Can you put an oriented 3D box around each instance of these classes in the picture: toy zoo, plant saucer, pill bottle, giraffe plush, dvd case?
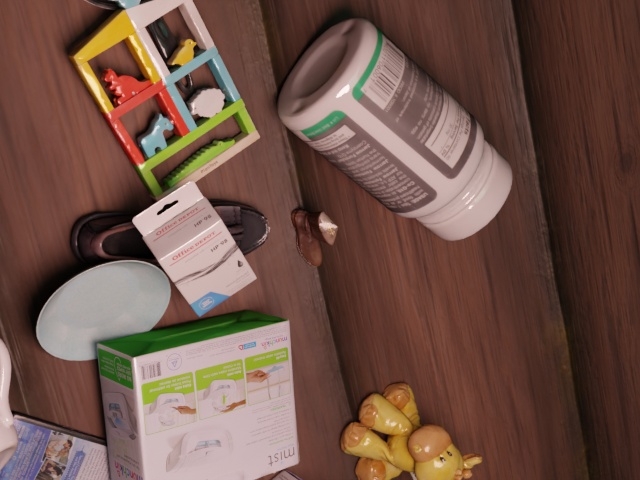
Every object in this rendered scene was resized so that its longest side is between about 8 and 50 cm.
[{"bbox_3d":[-0.226,-0.222,1.317,0.192,0.030,0.293,-37,120,-19],"label":"toy zoo"},{"bbox_3d":[-0.306,0.089,1.290,0.194,0.037,0.195,-23,144,-19],"label":"plant saucer"},{"bbox_3d":[0.125,-0.163,1.452,0.361,0.204,0.204,37,77,-28],"label":"pill bottle"},{"bbox_3d":[0.164,0.358,1.546,0.210,0.170,0.181,46,73,-25],"label":"giraffe plush"},{"bbox_3d":[-0.363,0.367,1.333,0.253,0.022,0.180,26,81,-29],"label":"dvd case"}]

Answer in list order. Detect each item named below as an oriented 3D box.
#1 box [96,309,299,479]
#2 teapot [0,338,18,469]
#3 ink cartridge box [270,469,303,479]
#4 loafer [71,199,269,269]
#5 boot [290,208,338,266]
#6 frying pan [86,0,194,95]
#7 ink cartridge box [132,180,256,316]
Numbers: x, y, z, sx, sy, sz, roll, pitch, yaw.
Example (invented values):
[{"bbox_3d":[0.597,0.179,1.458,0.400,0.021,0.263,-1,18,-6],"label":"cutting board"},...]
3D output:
[{"bbox_3d":[-0.172,0.243,1.350,0.261,0.126,0.231,-11,102,-37],"label":"box"},{"bbox_3d":[-0.513,0.254,1.135,0.187,0.252,0.256,46,40,5],"label":"teapot"},{"bbox_3d":[-0.062,0.516,1.377,0.395,0.270,0.151,-38,114,-21],"label":"ink cartridge box"},{"bbox_3d":[-0.202,0.001,1.343,0.302,0.095,0.109,-5,98,-29],"label":"loafer"},{"bbox_3d":[0.000,0.000,1.448,0.037,0.114,0.106,-32,110,-23],"label":"boot"},{"bbox_3d":[-0.247,-0.384,1.304,0.326,0.053,0.197,43,78,-37],"label":"frying pan"},{"bbox_3d":[-0.173,0.014,1.281,0.104,0.060,0.180,-34,139,-6],"label":"ink cartridge box"}]
